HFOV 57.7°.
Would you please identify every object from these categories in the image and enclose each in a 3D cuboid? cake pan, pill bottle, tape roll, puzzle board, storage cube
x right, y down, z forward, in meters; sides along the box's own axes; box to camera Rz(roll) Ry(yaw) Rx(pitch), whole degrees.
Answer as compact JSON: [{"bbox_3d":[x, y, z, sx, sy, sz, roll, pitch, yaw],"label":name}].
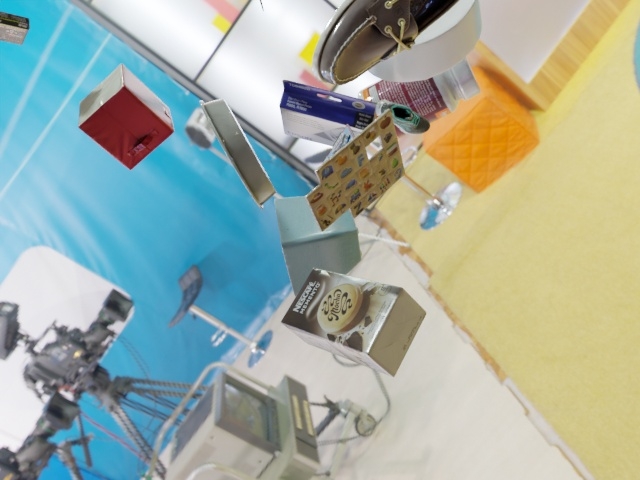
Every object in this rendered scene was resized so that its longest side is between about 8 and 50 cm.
[{"bbox_3d":[-0.190,-0.213,1.383,0.054,0.293,0.293,-29,19,-1],"label":"cake pan"},{"bbox_3d":[0.352,-0.521,2.074,0.392,0.224,0.224,-24,29,21],"label":"pill bottle"},{"bbox_3d":[0.206,-0.486,1.281,0.286,0.100,0.286,-11,56,17],"label":"tape roll"},{"bbox_3d":[0.036,-0.177,1.253,0.128,0.011,0.096,-56,31,28],"label":"puzzle board"},{"bbox_3d":[-0.569,-0.362,1.701,0.183,0.193,0.215,-38,38,10],"label":"storage cube"}]

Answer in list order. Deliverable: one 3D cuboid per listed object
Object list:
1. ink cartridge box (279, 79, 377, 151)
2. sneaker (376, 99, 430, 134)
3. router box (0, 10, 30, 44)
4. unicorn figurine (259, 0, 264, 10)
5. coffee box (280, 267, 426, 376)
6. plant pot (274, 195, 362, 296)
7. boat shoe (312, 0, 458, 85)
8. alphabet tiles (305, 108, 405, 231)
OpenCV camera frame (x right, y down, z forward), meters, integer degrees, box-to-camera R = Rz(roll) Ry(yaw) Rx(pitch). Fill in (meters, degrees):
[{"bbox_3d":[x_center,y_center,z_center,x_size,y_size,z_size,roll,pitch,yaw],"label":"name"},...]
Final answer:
[{"bbox_3d":[0.015,-0.282,1.368,0.224,0.223,0.045,84,-158,-77],"label":"ink cartridge box"},{"bbox_3d":[0.231,-0.325,1.552,0.076,0.166,0.065,28,102,65],"label":"sneaker"},{"bbox_3d":[-0.874,-0.587,1.592,0.092,0.122,0.038,-19,74,50],"label":"router box"},{"bbox_3d":[-0.170,-0.670,1.485,0.111,0.060,0.162,13,70,29],"label":"unicorn figurine"},{"bbox_3d":[0.070,0.181,1.349,0.297,0.119,0.168,9,62,48],"label":"coffee box"},{"bbox_3d":[0.000,0.000,1.941,0.252,0.247,0.248,-12,42,-1],"label":"plant pot"},{"bbox_3d":[0.125,-0.362,0.937,0.324,0.116,0.097,-44,60,-9],"label":"boat shoe"},{"bbox_3d":[0.073,-0.126,1.183,0.237,0.198,0.009,-41,54,-11],"label":"alphabet tiles"}]
